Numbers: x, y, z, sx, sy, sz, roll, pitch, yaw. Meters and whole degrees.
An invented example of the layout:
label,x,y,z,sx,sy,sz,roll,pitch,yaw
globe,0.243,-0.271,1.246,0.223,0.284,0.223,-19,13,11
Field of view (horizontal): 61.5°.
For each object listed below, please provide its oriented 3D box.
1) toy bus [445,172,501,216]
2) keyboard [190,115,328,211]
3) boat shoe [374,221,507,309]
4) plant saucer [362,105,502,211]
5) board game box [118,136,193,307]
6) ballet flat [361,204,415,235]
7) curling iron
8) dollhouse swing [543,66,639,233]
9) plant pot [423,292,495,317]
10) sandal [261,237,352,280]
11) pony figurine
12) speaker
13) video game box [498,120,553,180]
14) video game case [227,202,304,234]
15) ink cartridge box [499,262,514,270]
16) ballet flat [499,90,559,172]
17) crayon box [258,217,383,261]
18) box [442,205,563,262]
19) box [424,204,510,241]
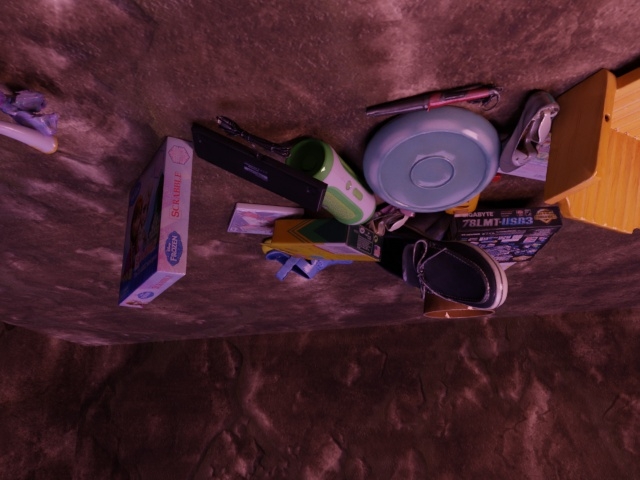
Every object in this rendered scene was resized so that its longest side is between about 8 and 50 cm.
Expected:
label,x,y,z,sx,sy,sz,roll,pitch,yaw
toy bus,0.368,-0.116,1.428,0.202,0.104,0.191,12,155,-33
keyboard,-0.131,-0.174,1.147,0.317,0.033,0.201,25,157,3
boat shoe,0.312,0.073,1.538,0.156,0.186,0.500,-13,-156,-29
plant saucer,0.256,-0.166,1.233,0.318,0.043,0.317,1,141,1
board game box,-0.393,-0.031,1.272,0.066,0.317,0.319,12,155,-31
ballet flat,0.192,-0.060,1.592,0.077,0.079,0.222,13,155,-37
curling iron,0.229,-0.274,1.095,0.274,0.035,0.068,-7,159,10
dollhouse swing,0.696,-0.184,1.061,0.347,0.315,0.305,11,176,-30
plant pot,0.468,0.129,1.857,0.237,0.254,0.237,0,166,0
sandal,-0.040,0.071,1.837,0.318,0.138,0.126,-1,157,-9
pony figurine,-0.626,-0.223,0.875,0.351,0.302,0.363,-1,176,22
speaker,0.032,-0.135,1.315,0.131,0.131,0.296,-12,157,24
video game box,0.529,-0.211,1.277,0.205,0.048,0.187,6,159,-22
video game case,-0.169,-0.060,1.631,0.202,0.023,0.183,4,158,-17
ink cartridge box,0.621,0.060,1.954,0.134,0.077,0.231,2,159,-10
ballet flat,0.439,-0.212,1.140,0.072,0.068,0.213,-10,139,-16
crayon box,0.000,0.000,1.604,0.319,0.081,0.202,0,165,35
box,0.528,-0.006,1.623,0.296,0.073,0.293,-3,159,2
box,0.463,-0.040,1.705,0.183,0.056,0.231,3,158,-16
